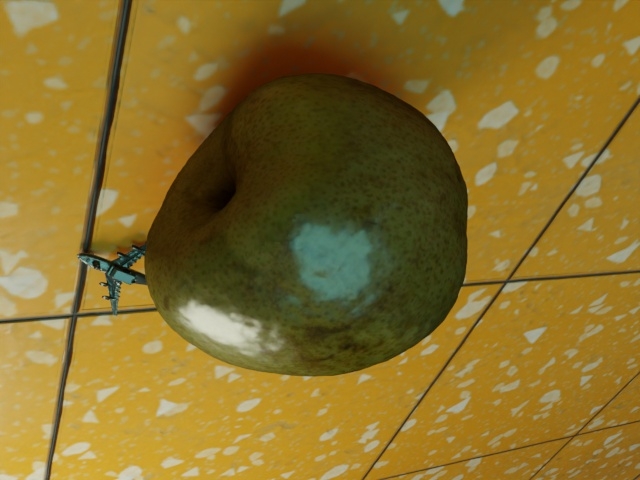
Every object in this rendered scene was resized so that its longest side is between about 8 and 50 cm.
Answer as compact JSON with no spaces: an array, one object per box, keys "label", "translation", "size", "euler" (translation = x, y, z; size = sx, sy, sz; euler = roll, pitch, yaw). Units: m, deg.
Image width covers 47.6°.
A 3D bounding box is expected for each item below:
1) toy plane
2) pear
[{"label":"toy plane","translation":[-0.161,0.027,0.598],"size":[0.084,0.024,0.078],"euler":[23,102,-45]},{"label":"pear","translation":[0.000,0.000,0.524],"size":[0.211,0.188,0.228],"euler":[30,117,-33]}]
